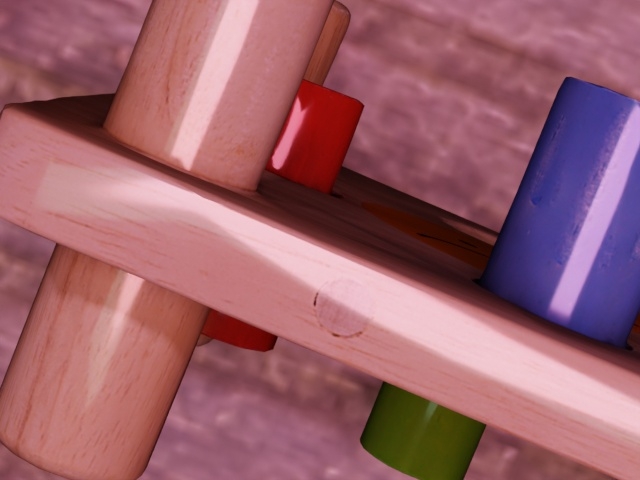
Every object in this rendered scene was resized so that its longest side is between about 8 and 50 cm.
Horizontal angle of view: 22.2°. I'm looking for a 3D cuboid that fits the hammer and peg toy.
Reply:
[{"bbox_3d":[0.000,0.000,0.437,0.361,0.266,0.127,23,96,-2],"label":"hammer and peg toy"}]
